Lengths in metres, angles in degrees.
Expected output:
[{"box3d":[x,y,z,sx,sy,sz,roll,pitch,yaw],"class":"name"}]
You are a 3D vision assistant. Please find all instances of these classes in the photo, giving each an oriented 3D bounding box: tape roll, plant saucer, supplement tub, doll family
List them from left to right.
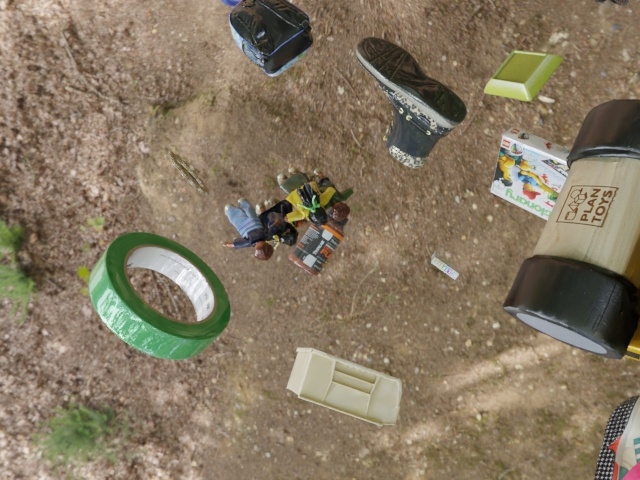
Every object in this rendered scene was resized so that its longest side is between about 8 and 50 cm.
[{"box3d":[-0.360,0.121,1.111,0.321,0.321,0.077,38,110,-16],"class":"tape roll"},{"box3d":[-0.044,-0.036,0.668,0.193,0.111,0.076,-34,146,-2],"class":"doll family"},{"box3d":[0.000,0.000,1.410,0.106,0.106,0.198,34,89,-14],"class":"supplement tub"},{"box3d":[0.660,-0.557,1.583,0.188,0.188,0.045,-52,133,-4],"class":"plant saucer"}]

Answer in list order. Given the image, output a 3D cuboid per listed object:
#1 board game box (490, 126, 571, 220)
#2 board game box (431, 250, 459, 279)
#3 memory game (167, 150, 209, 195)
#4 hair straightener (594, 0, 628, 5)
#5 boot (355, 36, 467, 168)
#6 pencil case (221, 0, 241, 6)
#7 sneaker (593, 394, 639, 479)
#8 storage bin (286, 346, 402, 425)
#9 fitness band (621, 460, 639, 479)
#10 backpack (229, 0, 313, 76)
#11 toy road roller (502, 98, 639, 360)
[{"box3d":[0.575,-0.135,1.172,0.305,0.053,0.193,35,152,33],"class":"board game box"},{"box3d":[0.460,0.090,1.779,0.103,0.154,0.026,36,104,8],"class":"board game box"},{"box3d":[-0.420,-0.215,1.538,0.012,0.186,0.186,-40,111,3],"class":"memory game"},{"box3d":[0.680,-0.612,1.166,0.230,0.089,0.047,-8,123,-38],"class":"hair straightener"},{"box3d":[0.144,-0.254,0.918,0.236,0.085,0.178,41,155,8],"class":"boot"},{"box3d":[-0.134,-0.675,1.219,0.306,0.133,0.119,13,123,37],"class":"pencil case"},{"box3d":[0.464,0.312,0.704,0.075,0.161,0.057,29,155,12],"class":"sneaker"},{"box3d":[0.057,0.387,1.286,0.260,0.123,0.262,21,164,-6],"class":"storage bin"},{"box3d":[0.434,0.389,0.570,0.209,0.054,0.291,-11,96,-11],"class":"fitness band"},{"box3d":[-0.081,-0.321,0.747,0.105,0.084,0.114,-41,75,-9],"class":"backpack"},{"box3d":[0.335,0.031,0.358,0.240,0.329,0.202,31,81,-32],"class":"toy road roller"}]
